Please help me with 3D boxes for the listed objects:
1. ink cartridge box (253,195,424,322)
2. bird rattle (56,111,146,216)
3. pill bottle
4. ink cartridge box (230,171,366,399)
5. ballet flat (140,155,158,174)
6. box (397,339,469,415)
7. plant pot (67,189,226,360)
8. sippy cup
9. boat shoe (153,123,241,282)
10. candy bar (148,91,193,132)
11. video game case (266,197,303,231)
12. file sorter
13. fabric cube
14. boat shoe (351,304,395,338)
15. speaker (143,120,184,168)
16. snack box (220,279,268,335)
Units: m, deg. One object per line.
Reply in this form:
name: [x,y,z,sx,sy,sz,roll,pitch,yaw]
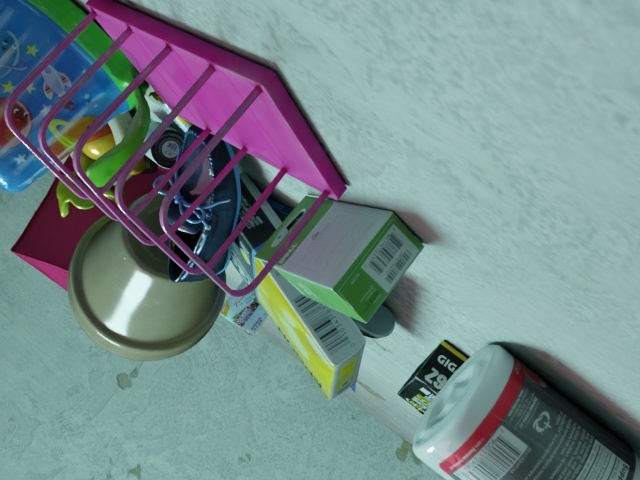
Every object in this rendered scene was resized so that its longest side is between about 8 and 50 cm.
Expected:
ink cartridge box: [0.015,0.015,1.008,0.062,0.109,0.209,45,167,-26]
bird rattle: [-0.366,-0.174,1.409,0.207,0.143,0.253,-8,98,40]
pill bottle: [0.287,0.290,1.086,0.318,0.176,0.176,38,169,0]
ink cartridge box: [-0.049,0.089,1.305,0.303,0.072,0.307,52,163,18]
ballet flat: [-0.362,-0.181,1.533,0.250,0.084,0.058,31,126,42]
box: [0.259,0.285,1.406,0.257,0.079,0.322,38,169,10]
plant pot: [-0.254,0.033,1.376,0.263,0.263,0.229,38,147,-2]
sippy cup: [-0.387,-0.191,1.132,0.305,0.224,0.240,26,162,49]
boat shoe: [-0.162,-0.035,1.159,0.109,0.089,0.258,38,139,37]
candy bar: [-0.175,-0.149,1.180,0.040,0.018,0.161,27,165,43]
video game case: [0.000,0.000,1.235,0.166,0.015,0.119,27,163,45]
file sorter: [-0.162,-0.096,0.934,0.290,0.182,0.202,30,166,35]
fabric cube: [-0.375,0.005,1.685,0.254,0.259,0.258,18,161,26]
boat shoe: [0.033,0.098,1.386,0.183,0.065,0.083,36,167,5]
speaker: [-0.225,-0.137,1.241,0.055,0.055,0.136,43,175,-22]
snack box: [-0.126,0.109,1.723,0.037,0.141,0.100,45,166,-34]
